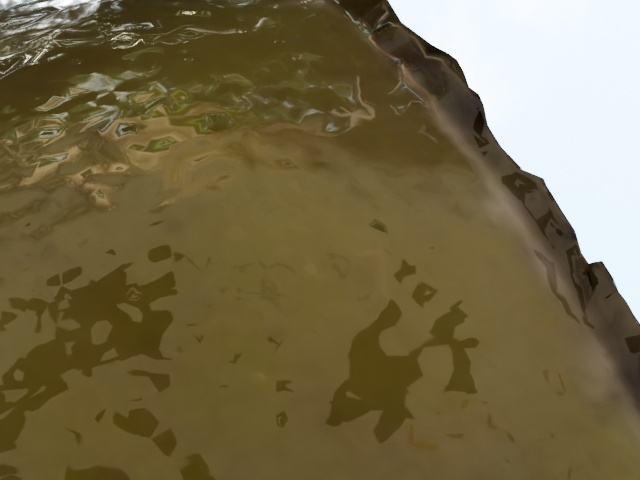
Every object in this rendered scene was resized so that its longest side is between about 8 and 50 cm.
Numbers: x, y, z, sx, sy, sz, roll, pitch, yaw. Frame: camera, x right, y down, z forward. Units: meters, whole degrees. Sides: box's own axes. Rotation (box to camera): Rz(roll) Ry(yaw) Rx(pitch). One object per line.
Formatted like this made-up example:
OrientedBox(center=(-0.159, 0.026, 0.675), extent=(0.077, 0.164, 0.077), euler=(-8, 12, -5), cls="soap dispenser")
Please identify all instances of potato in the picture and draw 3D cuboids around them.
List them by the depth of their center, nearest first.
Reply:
OrientedBox(center=(-0.079, 0.173, 0.517), extent=(0.319, 0.385, 0.442), euler=(-20, -97, -21), cls="potato")
